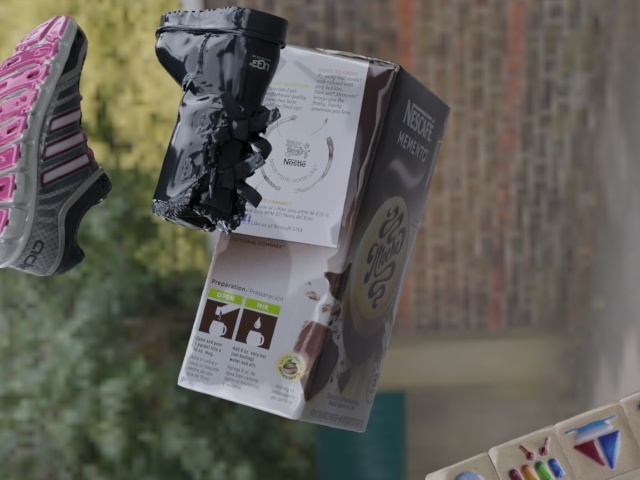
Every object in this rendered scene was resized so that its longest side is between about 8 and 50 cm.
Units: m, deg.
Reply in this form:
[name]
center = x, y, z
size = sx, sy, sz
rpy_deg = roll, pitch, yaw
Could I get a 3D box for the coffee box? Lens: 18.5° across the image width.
[coffee box]
center = 0.000, 0.000, 1.654
size = 0.168, 0.119, 0.297
rpy_deg = 23, -99, -69

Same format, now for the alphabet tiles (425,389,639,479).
[alphabet tiles]
center = 0.205, 0.176, 1.093
size = 0.198, 0.237, 0.009
rpy_deg = 65, -165, -6

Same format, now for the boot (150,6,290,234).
[boot]
center = -0.055, -0.055, 0.915
size = 0.121, 0.045, 0.099
rpy_deg = 5, 81, 65

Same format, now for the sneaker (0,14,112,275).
[sneaker]
center = -0.161, -0.052, 1.186
size = 0.075, 0.063, 0.170
rpy_deg = 28, -121, -38
